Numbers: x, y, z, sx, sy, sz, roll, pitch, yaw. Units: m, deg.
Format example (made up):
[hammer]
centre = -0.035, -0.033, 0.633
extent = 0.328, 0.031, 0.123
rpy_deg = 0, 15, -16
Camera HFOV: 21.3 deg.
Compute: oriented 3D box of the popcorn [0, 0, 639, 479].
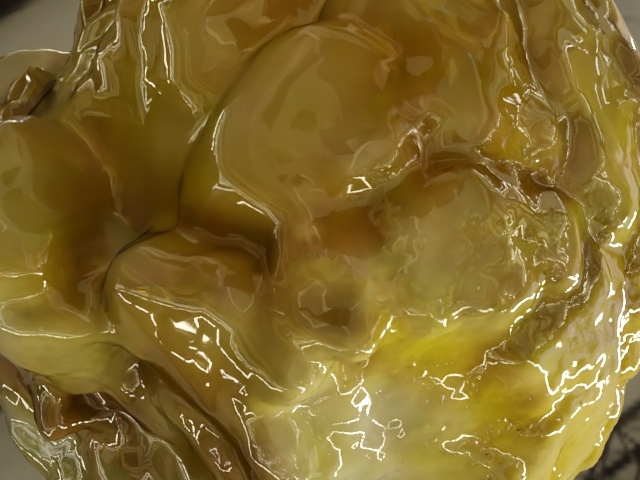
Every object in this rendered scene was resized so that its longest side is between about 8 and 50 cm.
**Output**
[popcorn]
centre = 0.008, -0.002, 0.821
extent = 0.354, 0.390, 0.344
rpy_deg = -32, -86, 25
